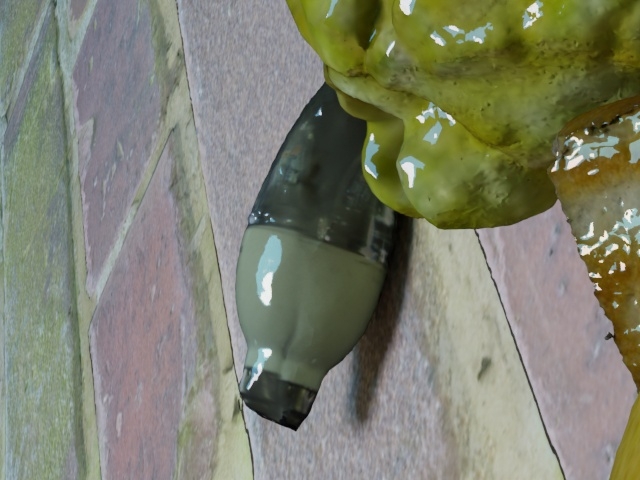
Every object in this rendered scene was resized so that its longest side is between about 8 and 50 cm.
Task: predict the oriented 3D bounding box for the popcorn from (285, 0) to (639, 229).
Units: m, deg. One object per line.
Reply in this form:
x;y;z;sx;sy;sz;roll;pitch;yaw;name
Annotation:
0.098;-0.136;0.772;0.250;0.235;0.241;115;140;-81;popcorn

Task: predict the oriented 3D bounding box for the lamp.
0.000;0.000;1.123;0.101;0.101;0.250;-11;60;68;lamp

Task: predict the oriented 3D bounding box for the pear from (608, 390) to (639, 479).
0.198;0.089;0.305;0.314;0.314;0.314;-168;90;-69;pear

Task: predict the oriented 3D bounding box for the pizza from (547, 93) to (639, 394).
0.175;0.037;0.672;0.188;0.062;0.199;14;108;34;pizza
